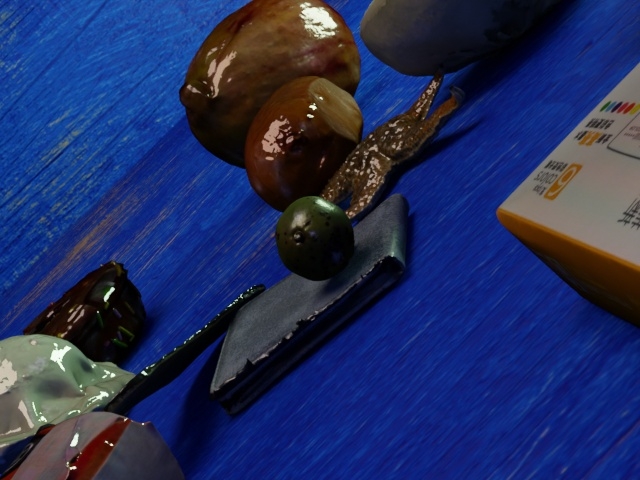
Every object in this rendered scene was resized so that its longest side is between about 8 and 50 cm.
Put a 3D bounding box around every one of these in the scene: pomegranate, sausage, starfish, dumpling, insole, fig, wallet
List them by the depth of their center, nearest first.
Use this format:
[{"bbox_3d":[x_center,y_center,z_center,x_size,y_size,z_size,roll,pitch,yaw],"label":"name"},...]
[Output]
[{"bbox_3d":[0.002,0.002,1.328,0.073,0.084,0.073,-29,47,36],"label":"pomegranate"},{"bbox_3d":[-0.008,0.055,1.388,0.222,0.036,0.167,-38,13,16],"label":"wallet"},{"bbox_3d":[-0.130,0.111,1.453,0.119,0.009,0.348,-49,-5,22],"label":"insole"},{"bbox_3d":[0.057,-0.073,1.575,0.247,0.050,0.138,-48,12,14],"label":"starfish"},{"bbox_3d":[-0.295,0.173,1.691,0.193,0.147,0.258,-13,15,0],"label":"dumpling"},{"bbox_3d":[-0.022,-0.109,1.748,0.133,0.133,0.258,-40,12,16],"label":"sausage"},{"bbox_3d":[-0.069,-0.201,2.015,0.224,0.224,0.263,-26,26,54],"label":"fig"}]

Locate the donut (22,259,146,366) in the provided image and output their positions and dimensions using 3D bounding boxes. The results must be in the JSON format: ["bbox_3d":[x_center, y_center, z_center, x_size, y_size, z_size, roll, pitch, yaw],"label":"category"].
[{"bbox_3d":[-0.304,0.127,1.933,0.216,0.096,0.230,-38,14,14],"label":"donut"}]

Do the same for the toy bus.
[{"bbox_3d":[-0.212,0.255,1.175,0.147,0.127,0.302,-27,19,39],"label":"toy bus"}]

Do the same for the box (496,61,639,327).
[{"bbox_3d":[0.230,-0.046,0.843,0.221,0.091,0.274,-45,13,0],"label":"box"}]

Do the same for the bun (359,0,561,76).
[{"bbox_3d":[0.173,-0.275,1.638,0.287,0.146,0.287,-43,-2,-2],"label":"bun"}]
